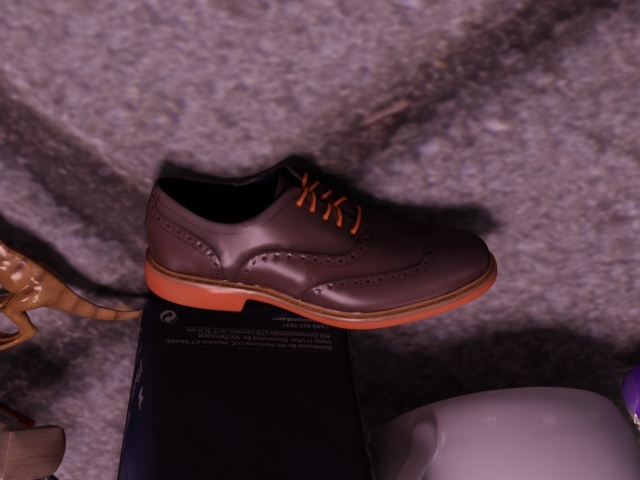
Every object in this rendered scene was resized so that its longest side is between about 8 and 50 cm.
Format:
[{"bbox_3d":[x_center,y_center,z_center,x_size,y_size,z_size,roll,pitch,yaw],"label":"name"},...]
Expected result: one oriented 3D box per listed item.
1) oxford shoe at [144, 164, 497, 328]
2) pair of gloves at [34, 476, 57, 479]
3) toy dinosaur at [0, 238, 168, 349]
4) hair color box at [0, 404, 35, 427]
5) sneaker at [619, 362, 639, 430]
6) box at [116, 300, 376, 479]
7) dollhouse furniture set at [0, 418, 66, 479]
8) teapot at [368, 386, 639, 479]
[{"bbox_3d":[0.000,0.000,1.066,0.271,0.097,0.098,2,125,0],"label":"oxford shoe"},{"bbox_3d":[-0.281,0.242,1.335,0.083,0.010,0.074,-25,125,21],"label":"pair of gloves"},{"bbox_3d":[-0.225,0.041,1.126,0.211,0.064,0.112,35,122,-25],"label":"toy dinosaur"},{"bbox_3d":[-0.328,0.199,1.278,0.072,0.043,0.141,35,122,-25],"label":"hair color box"},{"bbox_3d":[0.395,0.116,1.158,0.293,0.102,0.146,11,126,-14],"label":"sneaker"},{"bbox_3d":[-0.071,0.253,1.139,0.183,0.294,0.296,3,131,-13],"label":"box"},{"bbox_3d":[-0.327,0.241,1.200,0.212,0.161,0.242,10,90,20],"label":"dollhouse furniture set"},{"bbox_3d":[0.154,0.239,1.158,0.256,0.187,0.252,-1,154,-10],"label":"teapot"}]
